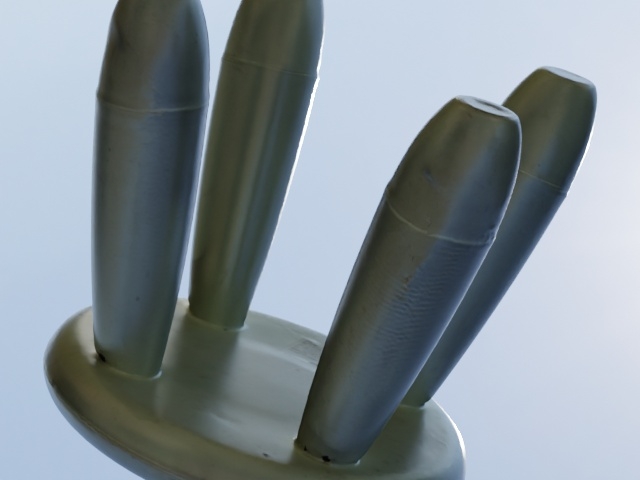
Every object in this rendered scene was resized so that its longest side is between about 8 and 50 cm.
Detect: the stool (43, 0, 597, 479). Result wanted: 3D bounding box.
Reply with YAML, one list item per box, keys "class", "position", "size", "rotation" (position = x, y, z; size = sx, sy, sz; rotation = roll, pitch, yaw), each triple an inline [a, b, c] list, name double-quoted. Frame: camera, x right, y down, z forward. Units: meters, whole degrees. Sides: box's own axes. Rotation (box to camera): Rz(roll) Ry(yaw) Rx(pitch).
- class: "stool"
  position: [0.000, 0.000, 0.808]
  size: [0.195, 0.199, 0.195]
  rotation: [25, -164, 15]
